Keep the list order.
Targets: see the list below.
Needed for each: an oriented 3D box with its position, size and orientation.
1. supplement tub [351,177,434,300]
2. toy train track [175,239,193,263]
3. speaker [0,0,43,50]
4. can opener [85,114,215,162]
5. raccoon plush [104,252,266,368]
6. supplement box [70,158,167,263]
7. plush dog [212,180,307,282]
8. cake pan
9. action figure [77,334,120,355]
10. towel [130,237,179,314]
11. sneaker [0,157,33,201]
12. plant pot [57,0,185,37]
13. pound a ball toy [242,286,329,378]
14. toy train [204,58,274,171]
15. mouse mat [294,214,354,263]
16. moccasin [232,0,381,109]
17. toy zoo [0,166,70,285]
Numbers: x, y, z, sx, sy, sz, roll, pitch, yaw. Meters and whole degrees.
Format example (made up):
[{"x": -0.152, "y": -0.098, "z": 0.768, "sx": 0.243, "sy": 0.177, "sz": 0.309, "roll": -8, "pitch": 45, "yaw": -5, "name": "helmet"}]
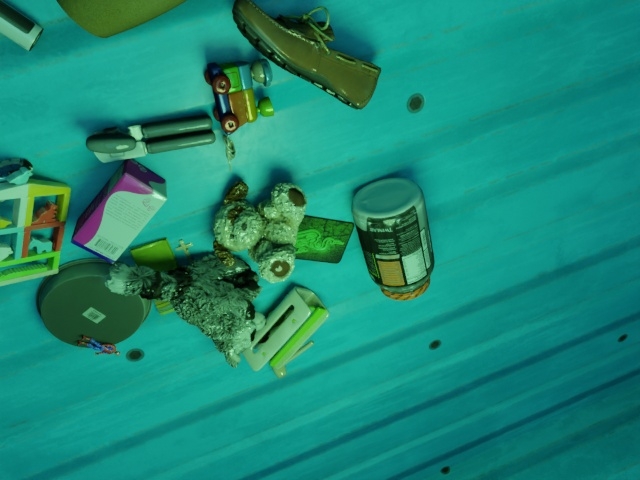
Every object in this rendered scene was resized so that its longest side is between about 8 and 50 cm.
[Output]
[{"x": 0.222, "y": 0.005, "z": 1.347, "sx": 0.207, "sy": 0.207, "sz": 0.338, "roll": -23, "pitch": 127, "yaw": -5, "name": "supplement tub"}, {"x": -0.372, "y": 0.034, "z": 1.266, "sx": 0.048, "sy": 0.014, "sz": 0.083, "roll": -20, "pitch": 126, "yaw": -7, "name": "toy train track"}, {"x": -0.607, "y": -0.425, "z": 0.861, "sx": 0.136, "sy": 0.055, "sz": 0.055, "roll": 33, "pitch": 106, "yaw": -33, "name": "speaker"}, {"x": -0.383, "y": -0.230, "z": 1.052, "sx": 0.280, "sy": 0.093, "sz": 0.074, "roll": -14, "pitch": 124, "yaw": -17, "name": "can opener"}, {"x": -0.363, "y": 0.195, "z": 1.291, "sx": 0.445, "sy": 0.216, "sz": 0.299, "roll": 15, "pitch": 125, "yaw": -12, "name": "raccoon plush"}, {"x": -0.480, "y": -0.073, "z": 1.097, "sx": 0.220, "sy": 0.114, "sz": 0.111, "roll": -45, "pitch": 124, "yaw": 12, "name": "supplement box"}, {"x": -0.174, "y": -0.034, "z": 1.222, "sx": 0.225, "sy": 0.210, "sz": 0.263, "roll": 12, "pitch": 89, "yaw": -11, "name": "plush dog"}, {"x": -0.615, "y": 0.184, "z": 1.249, "sx": 0.292, "sy": 0.054, "sz": 0.294, "roll": -10, "pitch": 124, "yaw": -14, "name": "cake pan"}, {"x": -0.614, "y": 0.299, "z": 1.273, "sx": 0.115, "sy": 0.030, "sz": 0.038, "roll": 31, "pitch": 102, "yaw": -35, "name": "action figure"}, {"x": -0.439, "y": 0.107, "z": 1.278, "sx": 0.102, "sy": 0.021, "sz": 0.237, "roll": -21, "pitch": 126, "yaw": -15, "name": "towel"}, {"x": -0.717, "y": -0.112, "z": 0.979, "sx": 0.190, "sy": 0.071, "sz": 0.083, "roll": -24, "pitch": 146, "yaw": -42, "name": "sneaker"}, {"x": -0.350, "y": -0.497, "z": 0.824, "sx": 0.254, "sy": 0.237, "sz": 0.237, "roll": -33, "pitch": 128, "yaw": 20, "name": "plant pot"}, {"x": -0.115, "y": 0.300, "z": 1.481, "sx": 0.319, "sy": 0.136, "sz": 0.208, "roll": -49, "pitch": 150, "yaw": 13, "name": "pound a ball toy"}, {"x": -0.173, "y": -0.296, "z": 1.076, "sx": 0.143, "sy": 0.105, "sz": 0.248, "roll": -18, "pitch": 126, "yaw": -15, "name": "toy train"}, {"x": 0.000, "y": 0.000, "z": 1.387, "sx": 0.189, "sy": 0.007, "sz": 0.153, "roll": 8, "pitch": 118, "yaw": -23, "name": "mouse mat"}, {"x": -0.017, "y": -0.435, "z": 1.022, "sx": 0.379, "sy": 0.139, "sz": 0.147, "roll": 21, "pitch": 106, "yaw": -27, "name": "moccasin"}, {"x": -0.680, "y": -0.029, "z": 1.036, "sx": 0.192, "sy": 0.030, "sz": 0.293, "roll": -17, "pitch": 137, "yaw": -56, "name": "toy zoo"}]
